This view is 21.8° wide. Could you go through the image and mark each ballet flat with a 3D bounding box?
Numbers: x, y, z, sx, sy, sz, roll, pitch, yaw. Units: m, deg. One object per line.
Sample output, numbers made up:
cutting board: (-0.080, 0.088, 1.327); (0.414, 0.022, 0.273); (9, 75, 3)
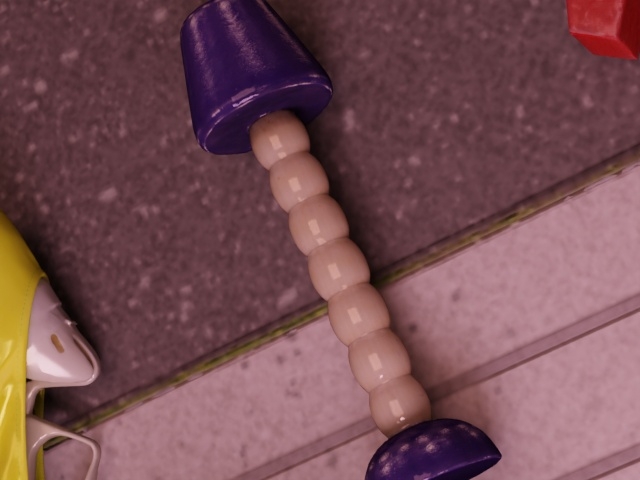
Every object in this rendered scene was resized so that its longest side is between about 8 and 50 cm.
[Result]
ballet flat: (-0.158, 0.093, 0.907); (0.077, 0.077, 0.231); (1, 85, 2)

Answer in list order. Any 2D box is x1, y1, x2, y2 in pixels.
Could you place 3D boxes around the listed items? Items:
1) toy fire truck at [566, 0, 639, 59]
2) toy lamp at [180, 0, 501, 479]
toy fire truck: (0.195, -0.183, 0.799); (0.135, 0.047, 0.192); (6, 85, 25)
toy lamp: (0.000, 0.000, 0.841); (0.080, 0.080, 0.275); (-29, 72, 17)
